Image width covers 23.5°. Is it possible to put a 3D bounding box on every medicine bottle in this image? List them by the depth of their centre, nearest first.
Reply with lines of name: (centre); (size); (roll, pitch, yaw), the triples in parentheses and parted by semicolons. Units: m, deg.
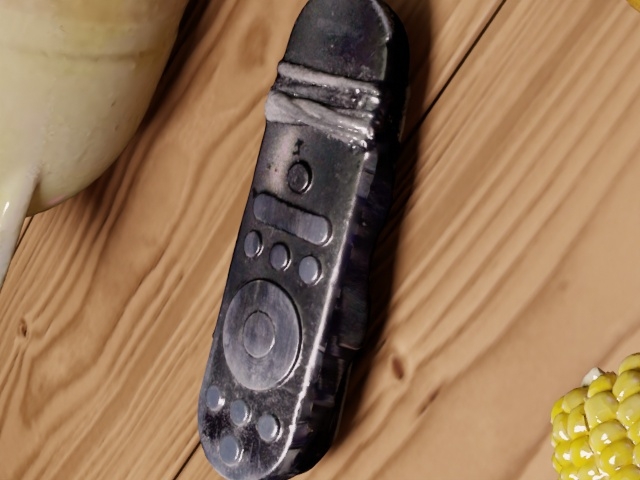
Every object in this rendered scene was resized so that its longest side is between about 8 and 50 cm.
medicine bottle: (-0.193, -0.162, 0.898); (0.236, 0.235, 0.406); (47, 124, 41)

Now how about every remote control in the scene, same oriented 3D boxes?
remote control: (0.000, 0.000, 0.803); (0.090, 0.066, 0.266); (22, 103, 36)

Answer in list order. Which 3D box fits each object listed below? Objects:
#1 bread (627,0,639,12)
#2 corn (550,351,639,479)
bread: (0.156, -0.205, 0.547); (0.174, 0.121, 0.246); (-28, 70, 47)
corn: (0.162, 0.153, 0.559); (0.093, 0.093, 0.244); (-43, 58, 43)
